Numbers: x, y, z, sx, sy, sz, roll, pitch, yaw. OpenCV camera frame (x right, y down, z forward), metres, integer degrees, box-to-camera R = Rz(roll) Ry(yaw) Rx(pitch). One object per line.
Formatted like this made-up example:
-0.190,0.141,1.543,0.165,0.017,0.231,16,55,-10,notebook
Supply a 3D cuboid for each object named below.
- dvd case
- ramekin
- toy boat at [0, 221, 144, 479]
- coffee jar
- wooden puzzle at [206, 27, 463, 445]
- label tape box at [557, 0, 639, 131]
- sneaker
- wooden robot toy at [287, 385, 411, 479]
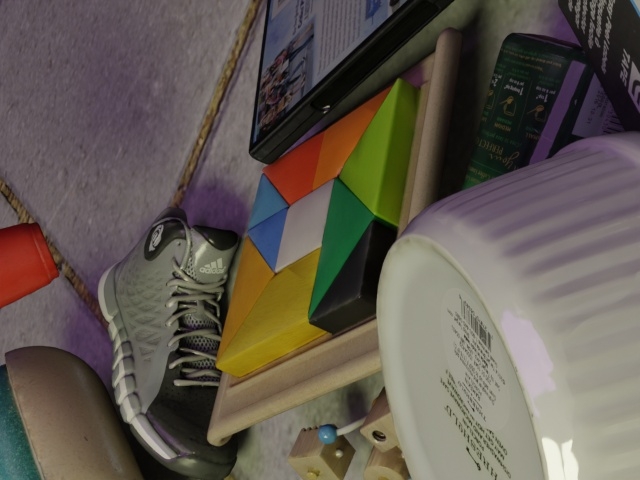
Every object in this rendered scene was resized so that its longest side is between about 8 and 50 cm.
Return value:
0.037,-0.181,0.860,0.253,0.022,0.180,-38,36,40,dvd case
0.105,0.064,0.557,0.207,0.109,0.207,166,90,-74,ramekin
-0.228,0.136,0.964,0.267,0.148,0.318,-130,20,-57,toy boat
0.118,-0.015,0.710,0.096,0.079,0.184,35,109,59,coffee jar
0.000,0.000,0.820,0.239,0.044,0.221,-36,36,50,wooden puzzle
0.201,-0.074,0.483,0.249,0.115,0.347,81,173,-60,label tape box
-0.097,0.058,0.969,0.132,0.086,0.228,-55,43,25,sneaker
0.060,0.100,0.791,0.173,0.076,0.079,-35,20,43,wooden robot toy
